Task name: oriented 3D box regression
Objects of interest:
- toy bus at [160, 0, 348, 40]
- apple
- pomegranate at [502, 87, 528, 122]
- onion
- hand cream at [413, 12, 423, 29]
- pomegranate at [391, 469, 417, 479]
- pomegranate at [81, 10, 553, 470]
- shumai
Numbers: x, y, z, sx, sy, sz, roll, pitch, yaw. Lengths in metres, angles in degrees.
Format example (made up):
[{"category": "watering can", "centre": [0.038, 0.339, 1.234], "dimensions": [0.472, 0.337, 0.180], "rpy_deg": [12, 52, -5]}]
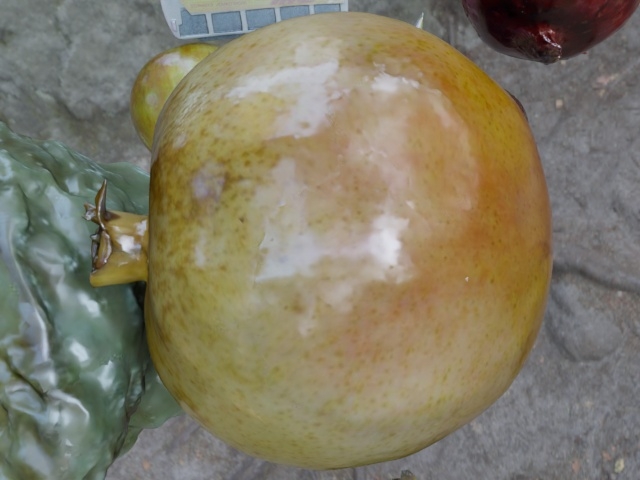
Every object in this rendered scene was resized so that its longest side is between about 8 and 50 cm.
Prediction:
[{"category": "toy bus", "centre": [-0.121, -0.452, 1.413], "dimensions": [0.342, 0.138, 0.097], "rpy_deg": [-8, 31, -3]}, {"category": "apple", "centre": [-0.236, -0.247, 1.477], "dimensions": [0.246, 0.246, 0.226], "rpy_deg": [-24, 76, -2]}, {"category": "pomegranate", "centre": [0.334, -0.206, 1.617], "dimensions": [0.214, 0.214, 0.248], "rpy_deg": [-4, 47, 16]}, {"category": "onion", "centre": [0.165, -0.186, 0.551], "dimensions": [0.131, 0.131, 0.131], "rpy_deg": [-9, 49, 11]}, {"category": "hand cream", "centre": [0.160, -0.325, 1.409], "dimensions": [0.047, 0.076, 0.174], "rpy_deg": [16, 72, -11]}, {"category": "pomegranate", "centre": [0.161, 0.511, 1.125], "dimensions": [0.342, 0.342, 0.342], "rpy_deg": [-9, 49, 11]}, {"category": "pomegranate", "centre": [0.000, 0.000, 0.531], "dimensions": [0.319, 0.319, 0.319], "rpy_deg": [-9, 49, 11]}, {"category": "shumai", "centre": [-0.217, 0.066, 0.698], "dimensions": [0.323, 0.324, 0.397], "rpy_deg": [-5, 47, -46]}]
